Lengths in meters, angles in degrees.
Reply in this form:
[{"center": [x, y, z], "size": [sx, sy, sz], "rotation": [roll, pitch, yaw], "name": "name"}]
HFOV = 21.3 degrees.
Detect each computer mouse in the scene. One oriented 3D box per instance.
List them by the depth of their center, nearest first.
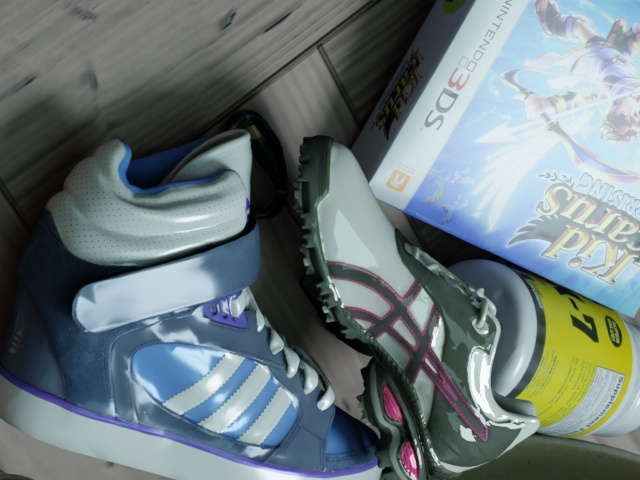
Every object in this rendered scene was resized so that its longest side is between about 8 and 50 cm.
[{"center": [0.000, 0.000, 1.272], "size": [0.071, 0.041, 0.242], "rotation": [-44, 123, -10], "name": "computer mouse"}]

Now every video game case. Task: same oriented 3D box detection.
[{"center": [0.190, -0.097, 1.290], "size": [0.269, 0.061, 0.244], "rotation": [24, 105, -25], "name": "video game case"}]

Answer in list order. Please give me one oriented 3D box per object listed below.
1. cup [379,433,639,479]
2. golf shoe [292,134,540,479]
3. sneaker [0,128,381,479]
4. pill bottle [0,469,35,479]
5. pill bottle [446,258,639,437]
[{"center": [0.165, 0.333, 1.324], "size": [0.331, 0.331, 0.237], "rotation": [-11, 118, -28], "name": "cup"}, {"center": [0.063, 0.041, 1.211], "size": [0.120, 0.105, 0.273], "rotation": [-18, 107, 11], "name": "golf shoe"}, {"center": [-0.056, 0.047, 1.199], "size": [0.323, 0.130, 0.236], "rotation": [17, 101, -29], "name": "sneaker"}, {"center": [-0.204, 0.218, 1.137], "size": [0.103, 0.184, 0.103], "rotation": [-11, 112, -28], "name": "pill bottle"}, {"center": [0.176, 0.093, 1.353], "size": [0.208, 0.119, 0.119], "rotation": [19, 96, -45], "name": "pill bottle"}]
